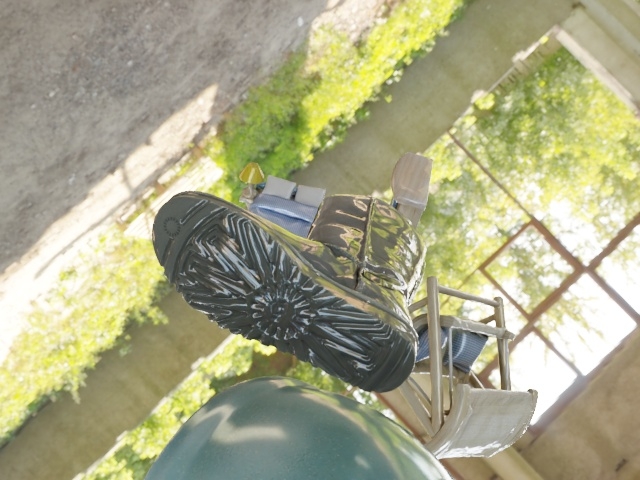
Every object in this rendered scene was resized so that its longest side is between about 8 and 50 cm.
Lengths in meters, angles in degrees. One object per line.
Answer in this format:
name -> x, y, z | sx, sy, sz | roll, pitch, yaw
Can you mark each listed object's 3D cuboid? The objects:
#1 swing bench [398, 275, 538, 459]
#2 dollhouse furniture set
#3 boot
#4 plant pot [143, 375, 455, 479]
swing bench -> 0.222, 0.220, 1.055 | 0.165, 0.254, 0.253 | -33, 149, 31
dollhouse furniture set -> -0.010, -0.029, 0.988 | 0.286, 0.303, 0.198 | -70, 175, -52
boot -> -0.002, 0.001, 0.459 | 0.076, 0.190, 0.208 | -50, -172, 27
plant pot -> 0.020, 0.262, 0.490 | 0.196, 0.293, 0.293 | -1, -152, 38
